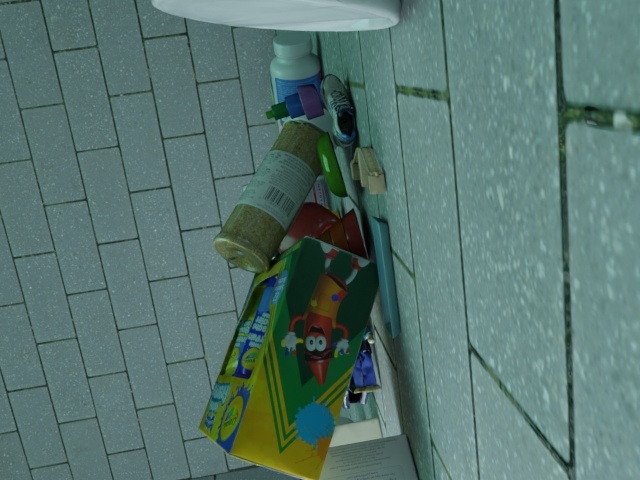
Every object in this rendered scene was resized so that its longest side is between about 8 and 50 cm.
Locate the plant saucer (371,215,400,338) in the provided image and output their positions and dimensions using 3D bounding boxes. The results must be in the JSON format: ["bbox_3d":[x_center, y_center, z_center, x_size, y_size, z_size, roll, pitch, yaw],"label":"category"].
[{"bbox_3d":[0.106,0.058,1.056,0.067,0.018,0.192,-117,19,-77],"label":"plant saucer"}]

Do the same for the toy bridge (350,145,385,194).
[{"bbox_3d":[0.074,-0.118,1.052,0.188,0.026,0.063,-117,20,-76],"label":"toy bridge"}]

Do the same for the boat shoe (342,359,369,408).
[{"bbox_3d":[0.063,0.227,1.535,0.158,0.127,0.341,27,122,52],"label":"boat shoe"}]

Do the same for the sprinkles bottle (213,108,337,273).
[{"bbox_3d":[-0.080,-0.109,1.313,0.121,0.121,0.355,89,-153,-63],"label":"sprinkles bottle"}]

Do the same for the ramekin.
[{"bbox_3d":[-0.043,-0.306,0.706,0.273,0.272,0.127,-117,30,-77],"label":"ramekin"}]

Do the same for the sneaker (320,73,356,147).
[{"bbox_3d":[0.039,-0.237,1.174,0.058,0.052,0.135,171,81,-79],"label":"sneaker"}]

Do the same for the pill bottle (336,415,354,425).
[{"bbox_3d":[0.063,0.659,1.796,0.334,0.188,0.188,-105,7,-53],"label":"pill bottle"}]

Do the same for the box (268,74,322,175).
[{"bbox_3d":[-0.073,-0.344,1.965,0.243,0.117,0.214,84,175,-48],"label":"box"}]

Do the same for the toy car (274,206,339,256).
[{"bbox_3d":[-0.012,0.018,1.737,0.238,0.219,0.210,-50,42,45],"label":"toy car"}]

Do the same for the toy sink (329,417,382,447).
[{"bbox_3d":[0.083,0.555,1.554,0.131,0.152,0.234,92,167,-71],"label":"toy sink"}]

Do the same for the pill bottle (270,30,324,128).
[{"bbox_3d":[-0.057,-0.386,1.596,0.124,0.124,0.221,-104,7,-51],"label":"pill bottle"}]

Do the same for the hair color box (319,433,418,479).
[{"bbox_3d":[0.092,0.510,1.077,0.110,0.185,0.339,85,174,-49],"label":"hair color box"}]

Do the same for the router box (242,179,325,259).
[{"bbox_3d":[-0.085,-0.011,1.975,0.301,0.082,0.335,-9,-90,-56],"label":"router box"}]

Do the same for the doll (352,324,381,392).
[{"bbox_3d":[0.079,0.234,1.430,0.129,0.046,0.189,-20,77,51],"label":"doll"}]

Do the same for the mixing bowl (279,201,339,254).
[{"bbox_3d":[0.000,0.000,1.570,0.098,0.181,0.181,9,111,50],"label":"mixing bowl"}]

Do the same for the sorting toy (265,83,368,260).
[{"bbox_3d":[-0.014,-0.103,1.233,0.127,0.126,0.366,-83,-25,-78],"label":"sorting toy"}]

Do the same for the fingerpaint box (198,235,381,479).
[{"bbox_3d":[-0.079,0.222,1.248,0.445,0.163,0.371,149,142,-71],"label":"fingerpaint box"}]
